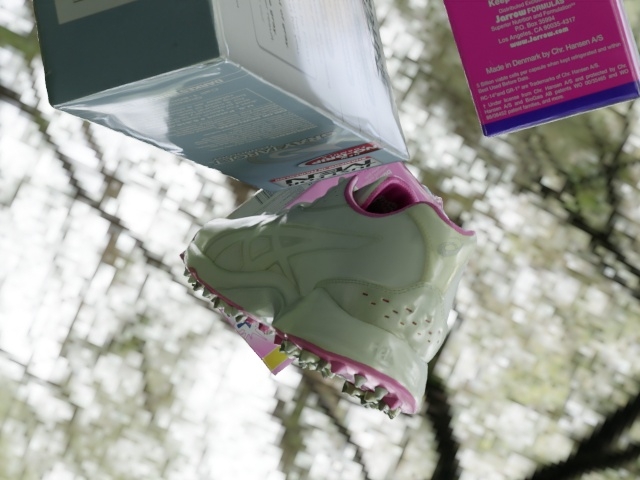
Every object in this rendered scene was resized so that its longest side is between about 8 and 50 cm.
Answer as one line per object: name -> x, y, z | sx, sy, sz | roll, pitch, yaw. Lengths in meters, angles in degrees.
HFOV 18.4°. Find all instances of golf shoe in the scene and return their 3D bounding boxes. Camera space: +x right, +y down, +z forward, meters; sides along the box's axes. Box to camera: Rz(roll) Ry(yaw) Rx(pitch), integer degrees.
golf shoe -> 0.008, 0.017, 1.331 | 0.140, 0.115, 0.306 | -60, -150, -2

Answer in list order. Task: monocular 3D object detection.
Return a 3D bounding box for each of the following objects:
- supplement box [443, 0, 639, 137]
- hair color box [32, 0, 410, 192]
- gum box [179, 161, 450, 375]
supplement box -> 0.133, -0.194, 1.316 | 0.114, 0.220, 0.111 | -14, -170, 12
hair color box -> -0.060, -0.152, 1.258 | 0.113, 0.374, 0.185 | -14, -100, 17
gum box -> 0.000, 0.000, 1.528 | 0.188, 0.107, 0.062 | -39, -155, 0
